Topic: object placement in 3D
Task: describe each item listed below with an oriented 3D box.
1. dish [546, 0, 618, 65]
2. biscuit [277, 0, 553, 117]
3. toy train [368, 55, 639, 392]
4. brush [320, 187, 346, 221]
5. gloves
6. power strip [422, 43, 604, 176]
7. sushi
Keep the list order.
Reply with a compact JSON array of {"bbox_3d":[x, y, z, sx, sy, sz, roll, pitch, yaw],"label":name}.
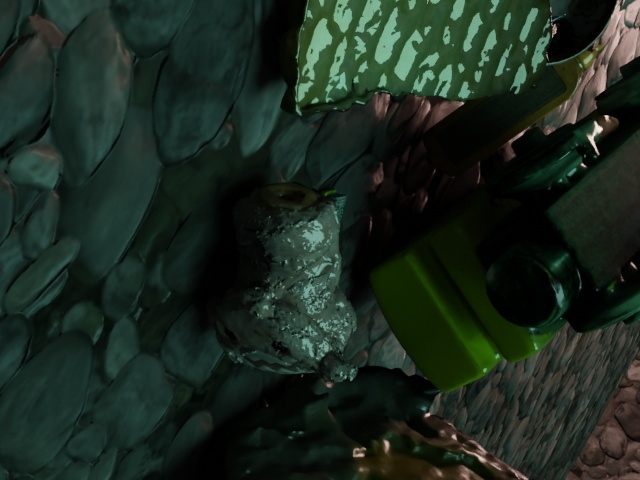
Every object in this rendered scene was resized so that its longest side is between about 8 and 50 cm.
[{"bbox_3d":[0.169,-0.217,0.866,0.141,0.078,0.141,-3,102,-16],"label":"dish"},{"bbox_3d":[0.079,-0.182,0.721,0.273,0.036,0.187,-8,115,-44],"label":"biscuit"},{"bbox_3d":[0.231,-0.023,0.975,0.272,0.179,0.442,-33,180,44],"label":"toy train"},{"bbox_3d":[0.000,0.000,0.824,0.018,0.021,0.083,-19,132,-59],"label":"brush"},{"bbox_3d":[-0.027,0.032,0.720,0.094,0.110,0.144,-23,106,-43],"label":"gloves"},{"bbox_3d":[0.167,-0.119,0.906,0.178,0.049,0.028,-35,180,15],"label":"power strip"},{"bbox_3d":[0.026,0.299,0.878,0.299,0.281,0.294,-40,150,-61],"label":"sushi"}]
